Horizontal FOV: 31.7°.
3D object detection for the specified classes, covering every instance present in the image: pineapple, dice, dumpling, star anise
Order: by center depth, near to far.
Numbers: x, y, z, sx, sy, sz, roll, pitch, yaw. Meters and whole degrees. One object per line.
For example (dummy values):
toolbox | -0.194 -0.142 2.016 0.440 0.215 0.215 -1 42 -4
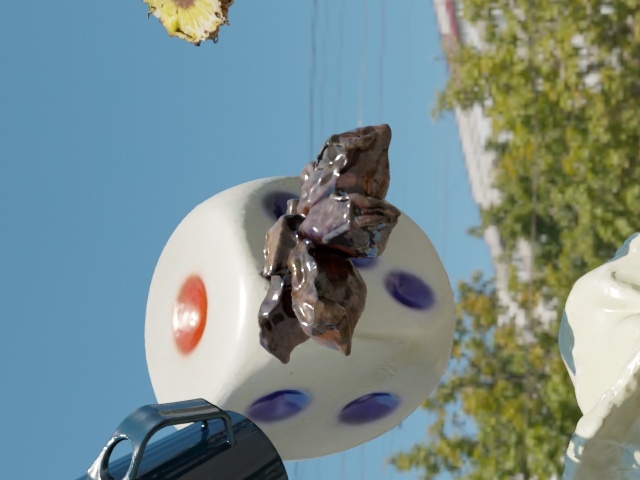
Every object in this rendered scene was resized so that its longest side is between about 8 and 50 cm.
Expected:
dumpling | 0.357 0.083 1.064 0.395 0.233 0.316 -47 -25 -18
star anise | -0.001 0.007 1.094 0.098 0.214 0.220 17 -120 -20
dice | -0.033 0.103 1.447 0.304 0.304 0.277 5 -133 -31
pineapple | -0.220 -0.420 1.858 0.047 0.221 0.221 -42 -49 -41

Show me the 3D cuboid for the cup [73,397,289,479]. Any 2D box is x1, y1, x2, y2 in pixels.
cup | -0.115 0.204 0.923 0.155 0.131 0.177 -26 -51 -41
